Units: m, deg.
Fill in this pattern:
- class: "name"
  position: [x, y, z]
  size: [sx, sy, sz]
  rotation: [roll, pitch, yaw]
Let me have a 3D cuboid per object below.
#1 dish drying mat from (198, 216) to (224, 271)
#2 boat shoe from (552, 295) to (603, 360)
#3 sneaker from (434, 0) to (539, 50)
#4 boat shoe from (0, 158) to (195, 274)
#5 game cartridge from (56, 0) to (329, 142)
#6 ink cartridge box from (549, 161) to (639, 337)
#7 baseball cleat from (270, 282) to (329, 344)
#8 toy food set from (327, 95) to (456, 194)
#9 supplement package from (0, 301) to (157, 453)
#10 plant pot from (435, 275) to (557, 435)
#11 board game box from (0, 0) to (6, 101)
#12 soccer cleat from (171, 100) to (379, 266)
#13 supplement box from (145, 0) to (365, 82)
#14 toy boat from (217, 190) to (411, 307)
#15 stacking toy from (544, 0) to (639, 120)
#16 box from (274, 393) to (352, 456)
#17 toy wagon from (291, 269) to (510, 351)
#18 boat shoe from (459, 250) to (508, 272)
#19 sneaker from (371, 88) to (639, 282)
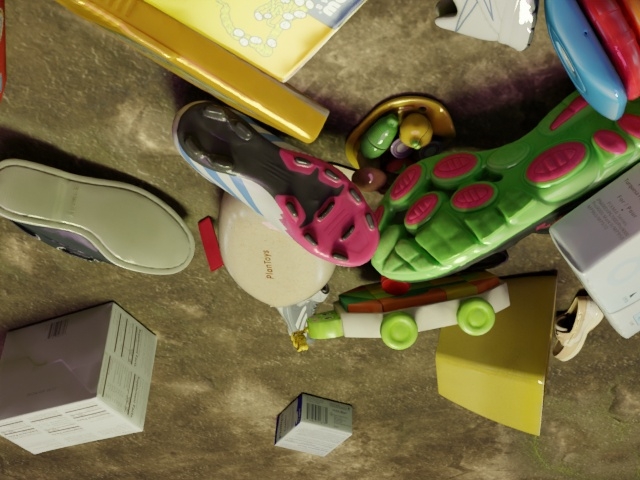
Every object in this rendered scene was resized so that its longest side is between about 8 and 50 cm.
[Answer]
- class: "dish drying mat"
  position: [-0.176, 0.006, 1.585]
  size: [0.032, 0.083, 0.008]
  rotation: [-27, 165, 33]
- class: "boat shoe"
  position: [0.452, 0.154, 1.775]
  size: [0.059, 0.063, 0.170]
  rotation: [12, 134, -9]
- class: "sneaker"
  position: [0.187, -0.326, 1.086]
  size: [0.129, 0.111, 0.297]
  rotation: [4, 143, 7]
- class: "boat shoe"
  position: [-0.361, -0.033, 1.517]
  size: [0.340, 0.127, 0.113]
  rotation: [16, 172, -30]
- class: "game cartridge"
  position: [-0.179, -0.226, 1.129]
  size: [0.323, 0.285, 0.053]
  rotation: [26, 94, -30]
- class: "ink cartridge box"
  position: [0.518, -0.042, 1.315]
  size: [0.385, 0.091, 0.308]
  rotation: [-35, 147, 11]
- class: "baseball cleat"
  position: [-0.023, 0.119, 1.739]
  size: [0.109, 0.072, 0.206]
  rotation: [-17, 144, 14]
- class: "toy food set"
  position: [0.102, -0.113, 1.409]
  size: [0.128, 0.071, 0.218]
  rotation: [21, 140, -24]
- class: "supplement package"
  position: [-0.463, 0.261, 1.843]
  size: [0.261, 0.204, 0.145]
  rotation: [-16, 140, 23]
- class: "plant pot"
  position: [0.307, 0.192, 1.725]
  size: [0.187, 0.212, 0.212]
  rotation: [6, 146, 15]
- class: "board game box"
  position: [-0.509, -0.303, 1.184]
  size: [0.242, 0.064, 0.316]
  rotation: [10, 144, -10]
- class: "soccer cleat"
  position: [-0.060, -0.085, 1.370]
  size: [0.331, 0.116, 0.143]
  rotation: [36, 176, -11]
- class: "supplement box"
  position: [-0.119, -0.355, 0.966]
  size: [0.356, 0.194, 0.195]
  rotation: [27, 131, -29]
- class: "toy boat"
  position: [0.000, 0.000, 1.534]
  size: [0.318, 0.148, 0.267]
  rotation: [8, 139, 4]
- class: "stacking toy"
  position: [0.415, -0.282, 1.117]
  size: [0.301, 0.175, 0.166]
  rotation: [-29, 172, 12]
- class: "box"
  position: [-0.015, 0.401, 2.126]
  size: [0.126, 0.072, 0.137]
  rotation: [18, 141, -21]
- class: "toy wagon"
  position: [0.120, 0.110, 1.566]
  size: [0.344, 0.068, 0.267]
  rotation: [-10, -173, -5]
- class: "boat shoe"
  position: [0.230, 0.023, 1.596]
  size: [0.152, 0.056, 0.049]
  rotation: [-7, -172, -1]
- class: "sneaker"
  position: [0.288, -0.055, 1.351]
  size: [0.482, 0.185, 0.202]
  rotation: [-24, 144, 17]
